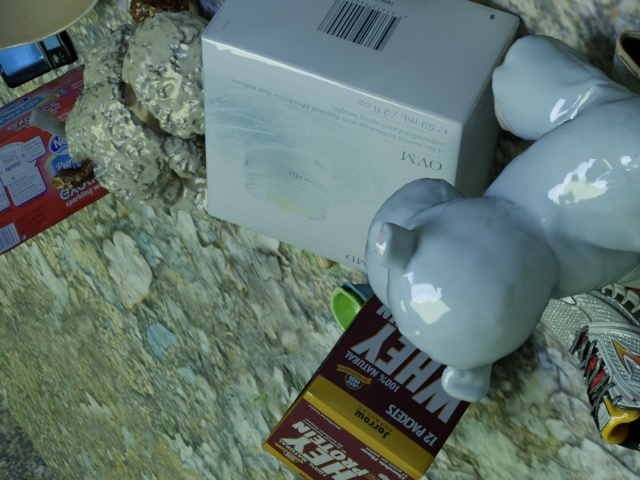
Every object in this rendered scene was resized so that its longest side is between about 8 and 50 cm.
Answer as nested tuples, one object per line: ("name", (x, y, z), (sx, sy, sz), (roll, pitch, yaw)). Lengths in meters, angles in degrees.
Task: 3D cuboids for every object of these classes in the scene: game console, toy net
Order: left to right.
("game console", (-0.384, -0.267, 2.100), (0.107, 0.071, 0.122), (0, 119, 62))
("toy net", (0.000, 0.000, 1.729), (0.232, 0.045, 0.122), (48, 153, 21))

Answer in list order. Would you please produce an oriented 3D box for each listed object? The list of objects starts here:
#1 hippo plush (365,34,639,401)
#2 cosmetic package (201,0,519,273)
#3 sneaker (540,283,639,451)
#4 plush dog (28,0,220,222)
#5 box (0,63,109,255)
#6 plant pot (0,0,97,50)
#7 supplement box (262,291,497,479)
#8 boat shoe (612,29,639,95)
("hippo plush", (0.164, 0.015, 1.148), (0.234, 0.236, 0.294), (53, 175, -22))
("cosmetic package", (0.028, -0.098, 1.366), (0.224, 0.138, 0.225), (20, 144, 14))
("sneaker", (0.252, 0.112, 1.339), (0.225, 0.092, 0.088), (45, 152, 28))
("plush dog", (-0.172, -0.151, 1.743), (0.262, 0.210, 0.225), (51, 128, 12))
("box", (-0.343, -0.101, 1.991), (0.122, 0.257, 0.128), (20, 135, 50))
("plant pot", (-0.395, -0.363, 1.828), (0.284, 0.284, 0.191), (119, 144, -62))
("supplement box", (0.067, 0.136, 1.549), (0.129, 0.194, 0.191), (36, 153, 1))
("boat shoe", (0.253, -0.108, 1.139), (0.135, 0.050, 0.045), (33, 150, 43))
